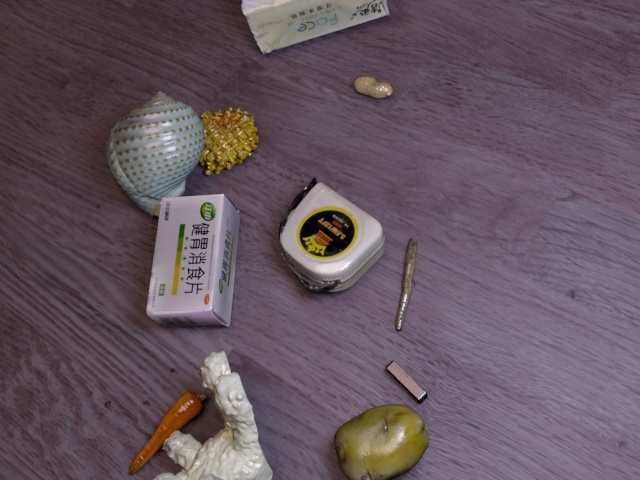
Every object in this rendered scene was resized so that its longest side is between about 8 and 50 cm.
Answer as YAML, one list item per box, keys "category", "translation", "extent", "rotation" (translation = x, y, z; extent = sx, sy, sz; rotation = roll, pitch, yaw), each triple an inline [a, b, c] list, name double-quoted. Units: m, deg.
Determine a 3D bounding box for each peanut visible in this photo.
- category: "peanut"
  translation: [0.146, -0.422, 1.845]
  extent: [0.113, 0.054, 0.054]
  rotation: [21, 73, 18]

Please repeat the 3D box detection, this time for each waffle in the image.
- category: "waffle"
  translation: [-0.272, -0.289, 1.875]
  extent: [0.193, 0.070, 0.197]
  rotation: [-15, 64, 8]

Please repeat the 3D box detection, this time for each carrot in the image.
- category: "carrot"
  translation: [-0.369, 0.450, 1.579]
  extent: [0.257, 0.061, 0.061]
  rotation: [-45, 64, -5]

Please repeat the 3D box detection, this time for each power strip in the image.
- category: "power strip"
  translation: [0.195, 0.318, 1.508]
  extent: [0.029, 0.038, 0.111]
  rotation: [-43, 65, -8]

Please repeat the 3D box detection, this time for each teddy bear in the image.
- category: "teddy bear"
  translation: [-0.293, 0.488, 1.407]
  extent: [0.362, 0.375, 0.327]
  rotation: [-22, 19, -16]

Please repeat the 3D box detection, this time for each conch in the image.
- category: "conch"
  translation: [-0.463, -0.235, 1.791]
  extent: [0.303, 0.215, 0.319]
  rotation: [11, 83, 41]

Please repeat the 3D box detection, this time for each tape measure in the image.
- category: "tape measure"
  translation: [0.000, 0.000, 1.652]
  extent: [0.231, 0.133, 0.271]
  rotation: [-43, 62, -16]

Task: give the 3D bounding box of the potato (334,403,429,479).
- category: "potato"
  translation: [0.130, 0.429, 1.419]
  extent: [0.200, 0.137, 0.154]
  rotation: [-19, 63, 6]

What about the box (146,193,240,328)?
- category: "box"
  translation: [-0.315, 0.049, 1.695]
  extent: [0.173, 0.145, 0.333]
  rotation: [-2, 66, 10]

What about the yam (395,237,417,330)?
- category: "yam"
  translation: [0.210, 0.104, 1.609]
  extent: [0.027, 0.029, 0.234]
  rotation: [-6, 64, 41]

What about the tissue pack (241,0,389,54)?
- category: "tissue pack"
  translation: [-0.031, -0.773, 1.957]
  extent: [0.405, 0.205, 0.332]
  rotation: [-15, 63, 7]
